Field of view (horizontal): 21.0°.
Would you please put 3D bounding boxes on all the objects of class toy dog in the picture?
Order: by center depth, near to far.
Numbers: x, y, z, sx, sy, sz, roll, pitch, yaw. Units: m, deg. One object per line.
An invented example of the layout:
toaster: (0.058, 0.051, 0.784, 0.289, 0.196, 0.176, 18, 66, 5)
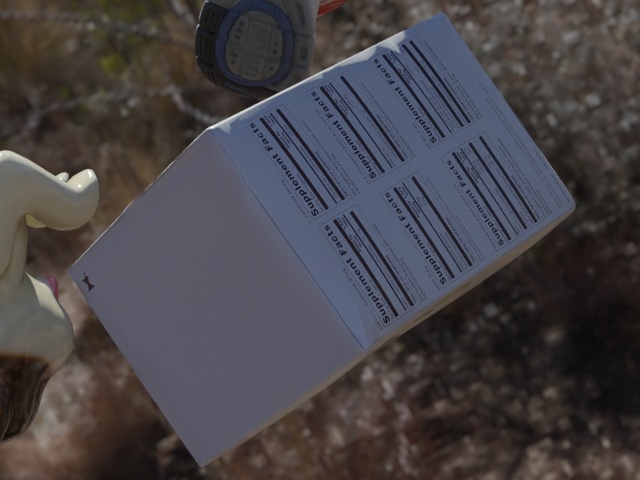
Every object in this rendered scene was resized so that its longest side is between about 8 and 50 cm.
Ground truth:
toy dog: (-0.383, 0.013, 1.589, 0.395, 0.408, 0.284, -37, 18, -29)

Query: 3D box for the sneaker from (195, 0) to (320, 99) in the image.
sneaker: (-0.028, -0.247, 1.251, 0.129, 0.111, 0.297, -79, 7, -48)

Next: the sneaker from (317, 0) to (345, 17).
sneaker: (-0.018, -0.208, 1.427, 0.118, 0.042, 0.067, -3, -7, -37)

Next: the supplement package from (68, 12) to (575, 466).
supplement package: (0.000, 0.000, 1.032, 0.203, 0.149, 0.194, -31, -6, -40)
